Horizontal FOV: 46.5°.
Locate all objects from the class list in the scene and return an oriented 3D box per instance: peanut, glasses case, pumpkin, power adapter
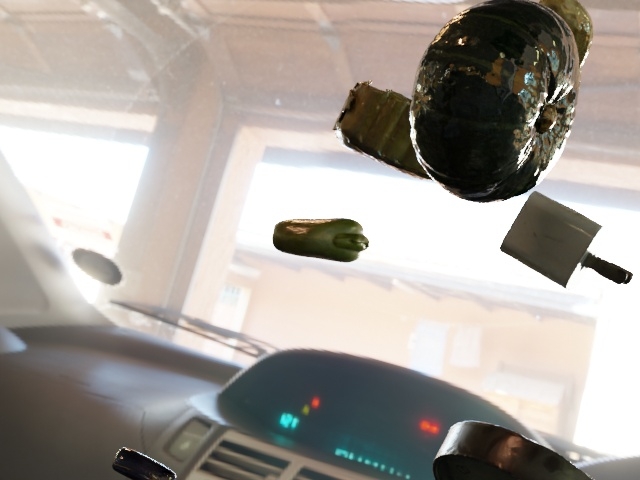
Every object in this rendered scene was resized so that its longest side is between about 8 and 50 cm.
[{"bbox_3d":[0.432,-0.343,1.345,0.103,0.229,0.098,-10,34,-17],"label":"peanut"},{"bbox_3d":[-0.229,0.296,0.963,0.083,0.023,0.033,24,33,7],"label":"glasses case"},{"bbox_3d":[0.250,-0.200,1.095,0.207,0.300,0.300,19,-5,34],"label":"pumpkin"},{"bbox_3d":[0.435,0.018,1.279,0.205,0.125,0.130,33,12,25],"label":"power adapter"}]

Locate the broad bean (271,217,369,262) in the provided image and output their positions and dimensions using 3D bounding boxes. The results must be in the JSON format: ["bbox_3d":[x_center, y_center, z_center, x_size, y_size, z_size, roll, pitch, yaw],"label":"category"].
[{"bbox_3d":[0.000,0.000,1.332,0.174,0.082,0.124,-2,0,-1],"label":"broad bean"}]

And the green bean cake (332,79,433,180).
[{"bbox_3d":[0.138,-0.204,1.411,0.229,0.131,0.224,26,8,-6],"label":"green bean cake"}]

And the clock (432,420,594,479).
[{"bbox_3d":[0.316,0.402,1.117,0.325,0.067,0.325,32,-28,20],"label":"clock"}]
